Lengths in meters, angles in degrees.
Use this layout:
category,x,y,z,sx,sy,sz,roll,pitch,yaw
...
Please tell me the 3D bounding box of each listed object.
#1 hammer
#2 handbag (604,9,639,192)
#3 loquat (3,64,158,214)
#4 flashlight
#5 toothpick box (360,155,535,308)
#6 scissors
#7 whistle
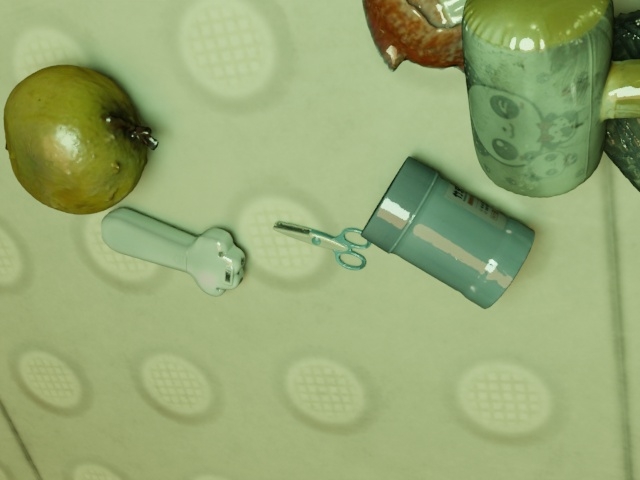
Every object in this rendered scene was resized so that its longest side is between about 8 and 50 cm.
category,x,y,z,sx,sy,sz,roll,pitch,yaw
hammer,0.263,-0.113,0.584,0.306,0.113,0.201,6,148,21
handbag,0.330,-0.134,0.639,0.270,0.088,0.175,-21,114,46
loquat,-0.289,-0.115,0.896,0.205,0.149,0.172,1,125,34
flashlight,-0.189,0.008,0.994,0.201,0.047,0.093,18,124,15
toothpick box,0.132,-0.008,0.819,0.153,0.101,0.101,31,126,0
scissors,0.000,0.000,0.930,0.119,0.014,0.058,16,124,8
whistle,0.077,-0.279,0.665,0.142,0.133,0.346,-24,101,16
